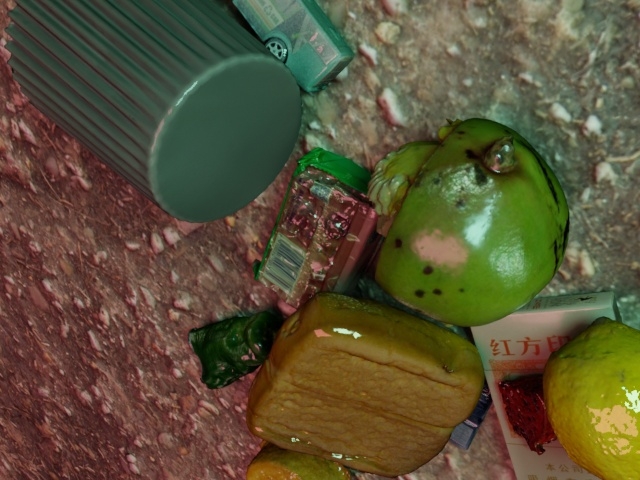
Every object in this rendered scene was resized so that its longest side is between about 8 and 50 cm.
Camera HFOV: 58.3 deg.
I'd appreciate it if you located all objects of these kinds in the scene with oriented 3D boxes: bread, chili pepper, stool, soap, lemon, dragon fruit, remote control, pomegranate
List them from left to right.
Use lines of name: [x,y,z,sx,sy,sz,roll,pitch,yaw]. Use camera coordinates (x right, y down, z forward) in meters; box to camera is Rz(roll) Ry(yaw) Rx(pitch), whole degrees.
stool: [-0.220,-0.216,0.804,0.330,0.297,0.297,40,128,27]
chili pepper: [-0.151,0.213,1.139,0.270,0.099,0.136,-24,74,42]
bread: [-0.055,0.472,1.171,0.228,0.143,0.140,-6,110,31]
soap: [-0.001,0.001,0.944,0.217,0.098,0.273,33,125,14]
bread: [0.071,0.222,0.932,0.336,0.148,0.328,17,126,-9]
pomegranate: [0.184,-0.001,0.751,0.260,0.260,0.341,19,150,22]
remote control: [0.257,0.295,0.975,0.043,0.027,0.153,23,124,15]
dragon fruit: [0.328,0.254,0.841,0.097,0.063,0.131,9,123,65]
lemon: [0.369,0.203,0.708,0.180,0.180,0.193,-2,123,32]

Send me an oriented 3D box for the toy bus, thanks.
toy bus: [-0.065,-0.337,0.832,0.109,0.091,0.262,-36,93,27]

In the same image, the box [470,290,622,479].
box: [0.372,0.256,0.870,0.204,0.051,0.365,-10,107,34]
